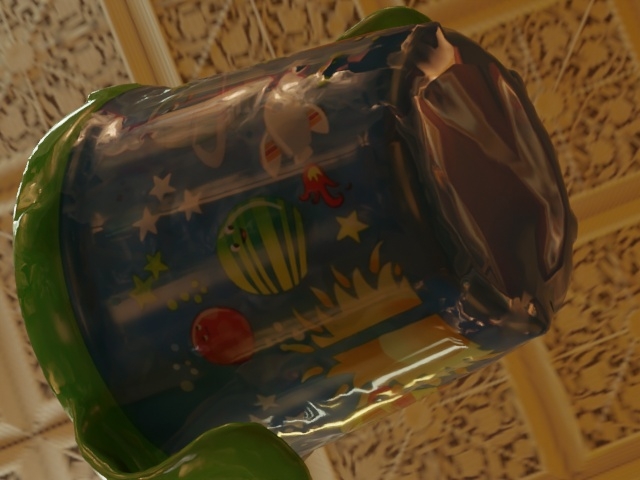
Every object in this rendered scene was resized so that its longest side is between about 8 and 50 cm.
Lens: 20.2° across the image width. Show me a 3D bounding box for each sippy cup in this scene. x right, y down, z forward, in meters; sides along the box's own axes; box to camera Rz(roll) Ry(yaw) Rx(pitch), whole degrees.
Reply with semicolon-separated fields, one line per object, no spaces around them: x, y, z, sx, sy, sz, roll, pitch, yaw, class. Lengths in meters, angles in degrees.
0.000;0.000;0.930;0.224;0.240;0.305;-21;-113;35;sippy cup
